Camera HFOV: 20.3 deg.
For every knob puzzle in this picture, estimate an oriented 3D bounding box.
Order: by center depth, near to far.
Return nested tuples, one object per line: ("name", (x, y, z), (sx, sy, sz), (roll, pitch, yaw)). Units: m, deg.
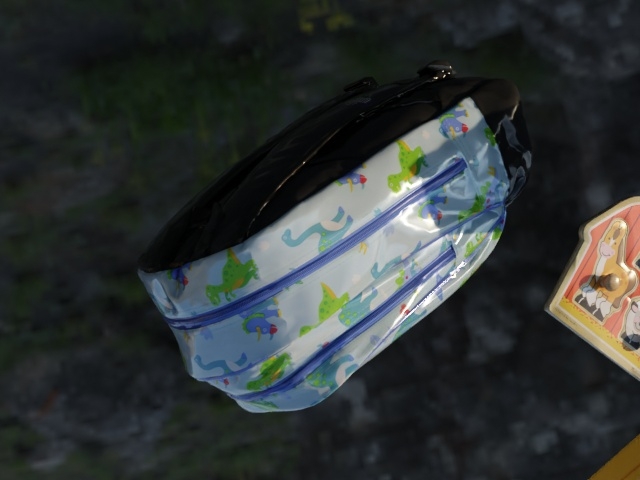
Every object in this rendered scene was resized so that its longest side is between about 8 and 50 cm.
("knob puzzle", (0.351, 0.037, 1.925), (0.213, 0.213, 0.030), (-6, -173, -27))

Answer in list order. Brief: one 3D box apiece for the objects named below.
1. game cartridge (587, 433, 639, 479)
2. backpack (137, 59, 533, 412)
("game cartridge", (0.407, 0.222, 1.617), (0.323, 0.053, 0.285), (3, 147, -21))
("backpack", (0.000, 0.000, 1.693), (0.290, 0.273, 0.355), (-5, -168, 46))
